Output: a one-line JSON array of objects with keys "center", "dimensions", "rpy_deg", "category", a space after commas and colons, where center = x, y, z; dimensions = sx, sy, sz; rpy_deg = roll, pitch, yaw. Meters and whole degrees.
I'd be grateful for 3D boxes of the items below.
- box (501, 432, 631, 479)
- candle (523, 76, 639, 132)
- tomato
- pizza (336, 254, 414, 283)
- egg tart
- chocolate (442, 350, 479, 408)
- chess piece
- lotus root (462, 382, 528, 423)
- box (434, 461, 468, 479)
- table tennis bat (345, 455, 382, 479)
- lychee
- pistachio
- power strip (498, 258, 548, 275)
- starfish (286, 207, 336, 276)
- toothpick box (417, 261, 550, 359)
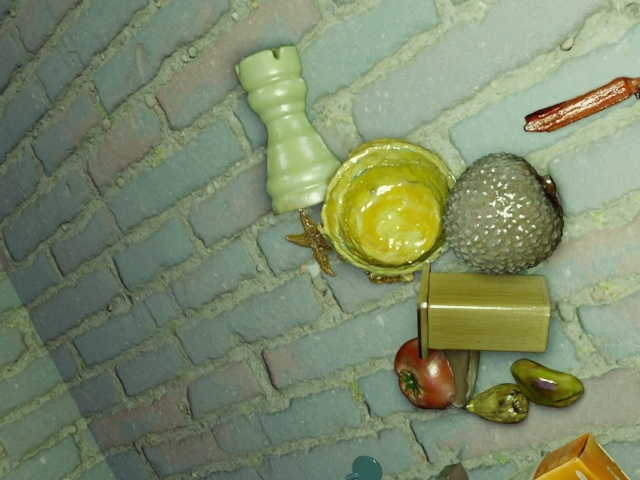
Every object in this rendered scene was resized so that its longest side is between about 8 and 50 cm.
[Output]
[{"center": [0.651, 0.693, 1.793], "dimensions": [0.225, 0.143, 0.341], "rpy_deg": [49, 128, 9], "category": "box"}, {"center": [0.600, -0.308, 1.511], "dimensions": [0.301, 0.084, 0.059], "rpy_deg": [-21, 127, 31], "category": "candle"}, {"center": [0.284, 0.386, 1.909], "dimensions": [0.225, 0.085, 0.225], "rpy_deg": [28, 124, 53], "category": "tomato"}, {"center": [0.133, 0.031, 1.919], "dimensions": [0.305, 0.085, 0.161], "rpy_deg": [34, 112, 14], "category": "pizza"}, {"center": [0.183, -0.065, 1.735], "dimensions": [0.387, 0.169, 0.388], "rpy_deg": [-1, 110, -2], "category": "egg tart"}, {"center": [0.385, 0.332, 1.871], "dimensions": [0.161, 0.083, 0.261], "rpy_deg": [38, 133, 50], "category": "chocolate"}, {"center": [-0.091, -0.305, 1.884], "dimensions": [0.234, 0.234, 0.442], "rpy_deg": [-16, 95, 37], "category": "chess piece"}, {"center": [0.482, 0.449, 1.854], "dimensions": [0.190, 0.094, 0.108], "rpy_deg": [-18, 76, 45], "category": "lotus root"}, {"center": [0.389, 0.710, 2.013], "dimensions": [0.063, 0.084, 0.060], "rpy_deg": [-24, 94, 43], "category": "box"}, {"center": [0.141, 0.769, 2.242], "dimensions": [0.155, 0.019, 0.100], "rpy_deg": [-39, 84, 35], "category": "table tennis bat"}, {"center": [0.421, -0.064, 1.580], "dimensions": [0.300, 0.300, 0.300], "rpy_deg": [12, 114, 30], "category": "lychee"}, {"center": [0.579, 0.376, 1.750], "dimensions": [0.189, 0.100, 0.110], "rpy_deg": [19, 113, 26], "category": "pistachio"}, {"center": [0.513, 0.074, 1.727], "dimensions": [0.191, 0.030, 0.047], "rpy_deg": [-41, 84, 37], "category": "power strip"}, {"center": [0.000, 0.000, 2.039], "dimensions": [0.227, 0.043, 0.241], "rpy_deg": [-16, 100, 38], "category": "starfish"}, {"center": [0.403, 0.178, 1.689], "dimensions": [0.308, 0.190, 0.187], "rpy_deg": [1, 123, 12], "category": "toothpick box"}]
